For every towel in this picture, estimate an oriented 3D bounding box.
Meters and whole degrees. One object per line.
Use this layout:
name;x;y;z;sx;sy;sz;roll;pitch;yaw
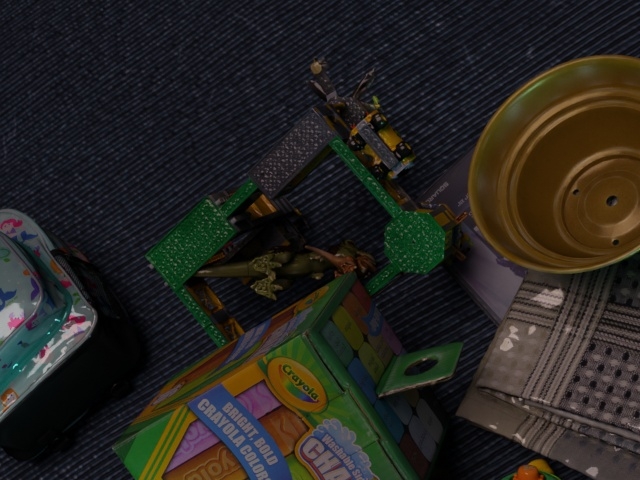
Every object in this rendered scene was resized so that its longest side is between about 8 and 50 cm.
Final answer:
towel;0.306;0.069;1.260;0.312;0.056;0.324;19;78;35

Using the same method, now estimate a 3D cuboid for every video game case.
video game case;0.224;-0.004;1.393;0.196;0.026;0.274;-44;52;5

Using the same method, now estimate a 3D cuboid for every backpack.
backpack;-0.353;0.090;1.594;0.225;0.191;0.253;-44;48;6

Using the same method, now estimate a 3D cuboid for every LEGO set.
LEGO set;0.000;0.000;1.455;0.255;0.192;0.331;42;110;9

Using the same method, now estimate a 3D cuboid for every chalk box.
chalk box;-0.005;0.158;1.290;0.289;0.180;0.179;-33;96;19

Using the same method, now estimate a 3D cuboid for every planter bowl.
planter bowl;0.250;-0.052;1.280;0.217;0.090;0.217;-15;58;26

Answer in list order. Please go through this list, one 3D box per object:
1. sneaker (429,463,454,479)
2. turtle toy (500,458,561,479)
sneaker;-0.001;0.307;1.324;0.162;0.106;0.281;26;82;40
turtle toy;0.171;0.253;1.271;0.130;0.066;0.095;-34;54;12
